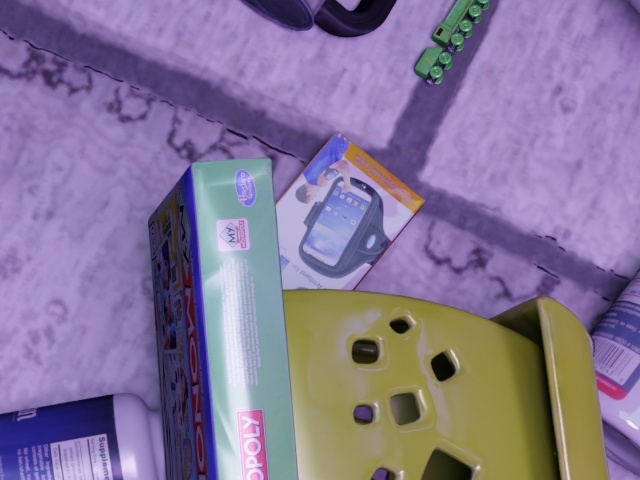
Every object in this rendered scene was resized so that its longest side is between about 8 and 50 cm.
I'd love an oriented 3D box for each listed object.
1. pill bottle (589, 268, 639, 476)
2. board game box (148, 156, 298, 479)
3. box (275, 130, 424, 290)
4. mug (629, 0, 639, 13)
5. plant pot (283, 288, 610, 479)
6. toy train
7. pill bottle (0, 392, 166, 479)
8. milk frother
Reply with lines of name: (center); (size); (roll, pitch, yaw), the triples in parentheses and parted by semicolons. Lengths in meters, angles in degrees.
pill bottle: (0.248, 0.066, 1.048); (0.108, 0.108, 0.180); (39, 79, 4)
board game box: (-0.054, 0.128, 0.877); (0.046, 0.213, 0.317); (-3, 83, -12)
box: (0.000, 0.000, 1.085); (0.081, 0.028, 0.136); (38, 78, 3)
mug: (0.376, -0.208, 0.975); (0.328, 0.374, 0.276); (17, 84, 6)
plant pot: (0.057, 0.149, 0.968); (0.207, 0.227, 0.228); (-5, 79, -11)
toy train: (0.095, -0.150, 1.124); (0.023, 0.017, 0.083); (30, 79, 13)
pill bottle: (-0.154, 0.151, 1.012); (0.169, 0.094, 0.094); (-9, 80, -6)
milk frother: (0.019, -0.218, 1.067); (0.129, 0.143, 0.135); (34, 77, -5)
